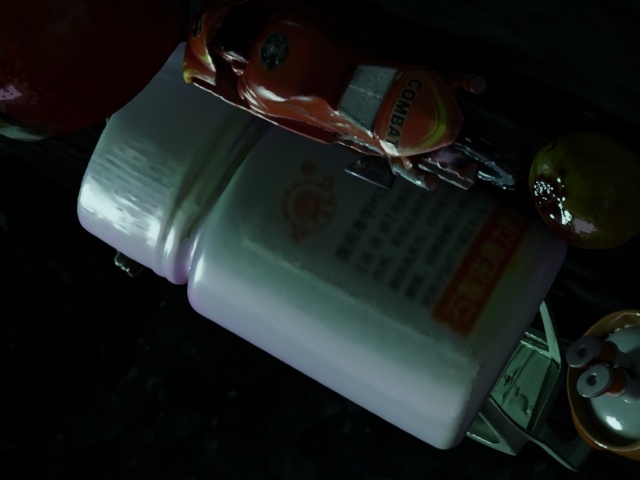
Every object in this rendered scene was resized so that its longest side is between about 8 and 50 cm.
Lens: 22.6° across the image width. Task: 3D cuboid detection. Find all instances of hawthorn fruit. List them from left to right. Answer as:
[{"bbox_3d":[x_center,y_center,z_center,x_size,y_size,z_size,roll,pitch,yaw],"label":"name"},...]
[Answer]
[{"bbox_3d":[-0.200,-0.158,1.149,0.185,0.202,0.185,37,168,10],"label":"hawthorn fruit"}]

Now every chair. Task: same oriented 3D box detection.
[{"bbox_3d":[0.207,0.130,1.729,0.203,0.190,0.275,26,164,40],"label":"chair"}]

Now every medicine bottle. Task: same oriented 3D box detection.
[{"bbox_3d":[0.000,0.000,1.400,0.388,0.219,0.219,29,173,10],"label":"medicine bottle"}]

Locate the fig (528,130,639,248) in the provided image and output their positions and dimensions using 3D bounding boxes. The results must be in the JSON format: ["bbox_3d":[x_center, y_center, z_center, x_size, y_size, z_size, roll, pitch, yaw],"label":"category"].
[{"bbox_3d":[0.189,-0.035,1.049,0.098,0.082,0.084,-8,168,-19],"label":"fig"}]

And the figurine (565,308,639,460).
[{"bbox_3d":[0.330,0.146,1.518,0.271,0.143,0.143,11,-176,-33],"label":"figurine"}]

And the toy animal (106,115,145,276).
[{"bbox_3d":[-0.160,-0.104,1.748,0.197,0.272,0.160,-5,162,-15],"label":"toy animal"}]

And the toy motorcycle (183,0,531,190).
[{"bbox_3d":[0.007,-0.109,1.134,0.298,0.089,0.171,26,176,33],"label":"toy motorcycle"}]
